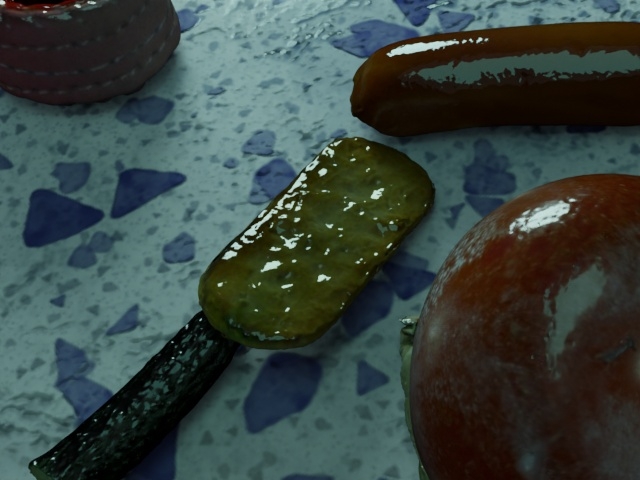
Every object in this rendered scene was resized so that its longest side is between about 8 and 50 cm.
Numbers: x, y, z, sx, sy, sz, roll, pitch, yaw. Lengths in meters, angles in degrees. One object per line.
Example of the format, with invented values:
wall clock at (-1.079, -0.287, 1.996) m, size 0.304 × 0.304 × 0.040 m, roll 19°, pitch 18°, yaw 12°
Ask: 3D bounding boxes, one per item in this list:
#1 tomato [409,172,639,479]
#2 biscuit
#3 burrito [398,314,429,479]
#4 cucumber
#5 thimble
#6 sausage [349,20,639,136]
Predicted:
tomato at (0.178, 0.093, 0.838) m, size 0.227 × 0.270 × 0.270 m, roll -1°, pitch 48°, yaw 54°
biscuit at (0.000, 0.000, 1.047) m, size 0.118 × 0.029 × 0.247 m, roll 29°, pitch 53°, yaw 20°
burrito at (0.092, 0.130, 0.955) m, size 0.058 × 0.045 × 0.188 m, roll -20°, pitch 57°, yaw 17°
cucumber at (-0.129, 0.121, 0.999) m, size 0.214 × 0.058 × 0.052 m, roll -44°, pitch 16°, yaw -24°
thimble at (-0.233, -0.219, 1.206) m, size 0.189 × 0.125 × 0.163 m, roll 0°, pitch 54°, yaw 12°
sausage at (0.170, -0.142, 1.096) m, size 0.300 × 0.083 × 0.089 m, roll -2°, pitch 69°, yaw 12°
